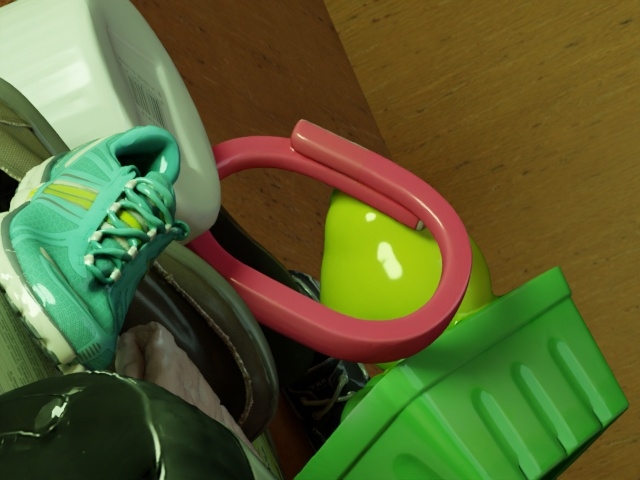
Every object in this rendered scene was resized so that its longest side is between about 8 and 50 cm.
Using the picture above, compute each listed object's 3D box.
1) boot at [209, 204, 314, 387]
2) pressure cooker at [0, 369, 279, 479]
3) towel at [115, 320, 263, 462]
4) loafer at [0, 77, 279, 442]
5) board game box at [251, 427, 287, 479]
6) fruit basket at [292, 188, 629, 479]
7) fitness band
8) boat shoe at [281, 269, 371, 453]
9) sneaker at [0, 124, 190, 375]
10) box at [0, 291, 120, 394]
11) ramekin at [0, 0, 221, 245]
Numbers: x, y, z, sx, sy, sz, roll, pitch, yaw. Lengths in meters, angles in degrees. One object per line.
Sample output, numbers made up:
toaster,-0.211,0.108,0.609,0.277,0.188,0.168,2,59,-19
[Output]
boot,-0.104,0.019,1.931,0.305,0.112,0.115,56,4,-26
pressure cooker,-0.067,0.314,0.782,0.420,0.370,0.375,48,43,-22
towel,-0.053,0.268,1.290,0.317,0.053,0.332,-95,164,-45
loafer,-0.188,0.036,1.416,0.366,0.134,0.130,43,22,-5
board game box,-0.067,0.215,1.738,0.208,0.056,0.346,50,18,-66
fruit basket,0.097,0.122,1.936,0.392,0.283,0.392,23,38,-19
fitness band,0.000,0.000,1.784,0.209,0.291,0.054,-58,171,-34
boat shoe,0.010,0.162,2.099,0.301,0.108,0.102,66,12,19
sneaker,-0.143,-0.005,1.206,0.107,0.110,0.275,57,14,-23
box,-0.229,0.093,1.196,0.148,0.121,0.311,65,12,2
ramekin,-0.201,-0.097,1.661,0.277,0.135,0.277,59,13,-22
